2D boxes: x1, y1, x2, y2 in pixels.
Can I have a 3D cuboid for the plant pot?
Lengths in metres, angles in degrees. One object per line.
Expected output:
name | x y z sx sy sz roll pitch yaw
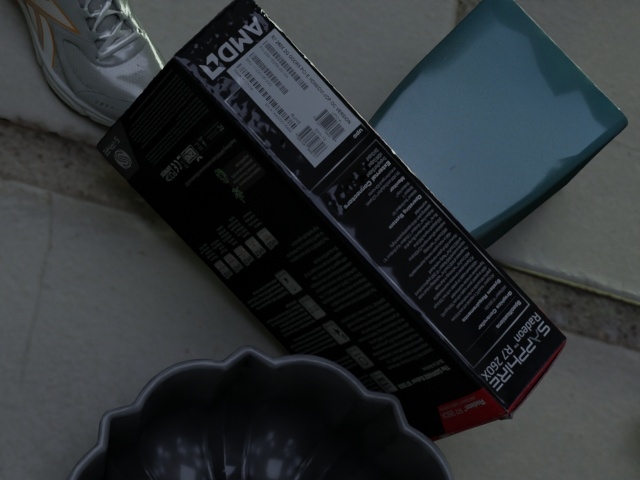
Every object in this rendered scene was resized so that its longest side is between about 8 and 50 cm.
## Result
plant pot | 0.111 -0.066 1.450 0.234 0.166 0.165 -41 85 -20

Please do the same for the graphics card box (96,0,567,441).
graphics card box | 0.000 0.000 1.318 0.371 0.233 0.094 46 65 -5

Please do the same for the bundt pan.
bundt pan | -0.051 0.257 1.286 0.331 0.124 0.330 6 67 -14

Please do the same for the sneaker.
sneaker | -0.213 -0.214 1.427 0.099 0.121 0.262 -35 83 -26
